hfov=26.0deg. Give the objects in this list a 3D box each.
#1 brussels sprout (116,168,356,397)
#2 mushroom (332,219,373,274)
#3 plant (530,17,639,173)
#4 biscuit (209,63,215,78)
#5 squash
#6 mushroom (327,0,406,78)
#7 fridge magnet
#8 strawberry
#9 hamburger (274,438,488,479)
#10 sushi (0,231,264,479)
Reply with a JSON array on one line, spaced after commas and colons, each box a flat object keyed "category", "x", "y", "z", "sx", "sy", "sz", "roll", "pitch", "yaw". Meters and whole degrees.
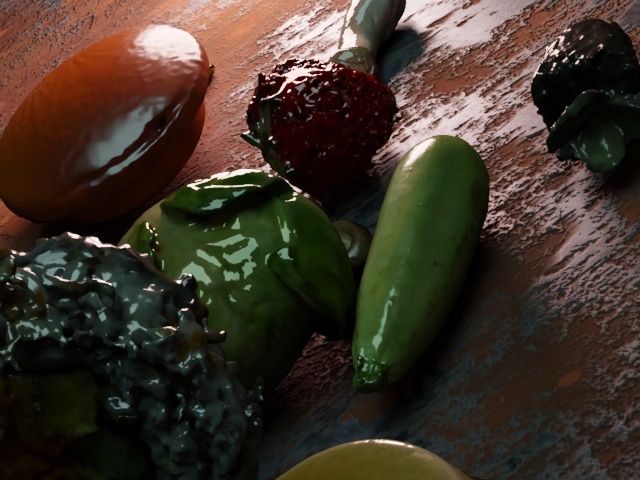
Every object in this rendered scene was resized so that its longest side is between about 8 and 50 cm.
[{"category": "brussels sprout", "x": -0.107, "y": 0.054, "z": 1.513, "sx": 0.294, "sy": 0.227, "sz": 0.259, "roll": 28, "pitch": 75, "yaw": 39}, {"category": "mushroom", "x": 0.001, "y": 0.006, "z": 1.636, "sx": 0.129, "sy": 0.073, "sz": 0.088, "roll": 17, "pitch": 60, "yaw": 6}, {"category": "plant", "x": 0.316, "y": -0.162, "z": 1.581, "sx": 0.142, "sy": 0.131, "sz": 0.203, "roll": -12, "pitch": 28, "yaw": 22}, {"category": "biscuit", "x": -0.300, "y": -0.233, "z": 2.209, "sx": 0.292, "sy": 0.026, "sz": 0.048, "roll": -11, "pitch": 19, "yaw": 24}, {"category": "squash", "x": 0.107, "y": 0.029, "z": 1.508, "sx": 0.118, "sy": 0.118, "sz": 0.370, "roll": -7, "pitch": 44, "yaw": 29}, {"category": "mushroom", "x": 0.063, "y": -0.289, "z": 1.974, "sx": 0.092, "sy": 0.081, "sz": 0.223, "roll": -25, "pitch": 32, "yaw": 44}, {"category": "fridge magnet", "x": -0.309, "y": -0.164, "z": 1.990, "sx": 0.364, "sy": 0.155, "sz": 0.363, "roll": -22, "pitch": 40, "yaw": 20}, {"category": "strawberry", "x": 0.006, "y": -0.154, "z": 1.764, "sx": 0.201, "sy": 0.187, "sz": 0.184, "roll": -20, "pitch": 67, "yaw": -14}, {"category": "hamburger", "x": 0.045, "y": 0.308, "z": 1.142, "sx": 0.302, "sy": 0.170, "sz": 0.302, "roll": -22, "pitch": 37, "yaw": 18}, {"category": "sushi", "x": -0.239, "y": 0.172, "z": 1.323, "sx": 0.417, "sy": 0.417, "sz": 0.176, "roll": -15, "pitch": 30, "yaw": 20}]
